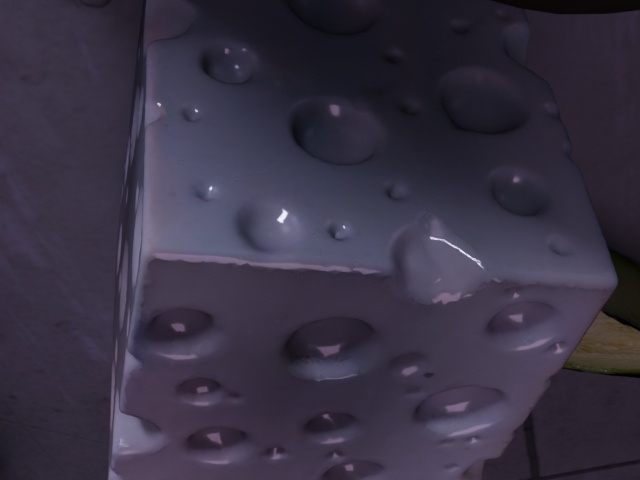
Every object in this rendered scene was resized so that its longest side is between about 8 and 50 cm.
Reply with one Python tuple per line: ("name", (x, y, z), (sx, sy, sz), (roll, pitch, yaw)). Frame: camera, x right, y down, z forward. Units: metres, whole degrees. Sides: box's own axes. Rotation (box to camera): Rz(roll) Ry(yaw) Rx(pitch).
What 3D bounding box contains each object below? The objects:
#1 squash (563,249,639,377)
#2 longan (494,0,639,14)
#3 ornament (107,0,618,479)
("squash", (0.215, 0.050, 0.889), (0.192, 0.085, 0.184), (25, 160, -29))
("longan", (0.099, -0.248, 0.320), (0.361, 0.361, 0.361), (-4, 141, -3))
("ornament", (0.000, 0.000, 0.652), (0.239, 0.239, 0.239), (5, 139, -13))
